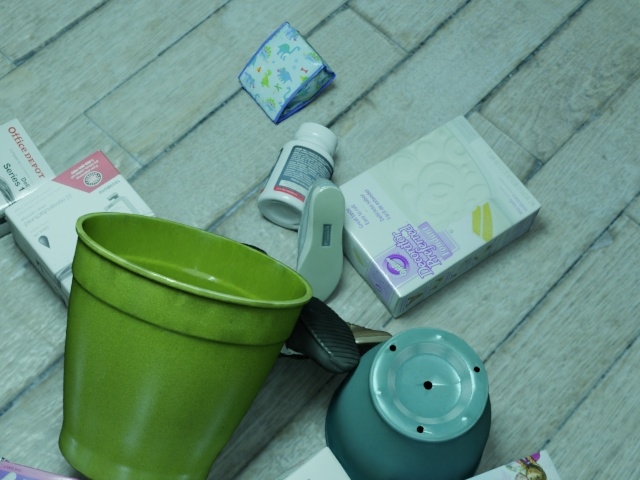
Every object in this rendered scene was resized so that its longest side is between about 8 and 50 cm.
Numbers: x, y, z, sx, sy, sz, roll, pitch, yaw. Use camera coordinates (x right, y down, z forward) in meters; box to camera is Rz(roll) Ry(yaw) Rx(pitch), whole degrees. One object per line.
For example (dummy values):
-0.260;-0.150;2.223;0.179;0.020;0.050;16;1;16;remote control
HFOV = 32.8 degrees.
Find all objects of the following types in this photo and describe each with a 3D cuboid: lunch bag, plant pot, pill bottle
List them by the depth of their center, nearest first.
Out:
-0.239;0.184;1.661;0.366;0.366;0.353;20;101;5;plant pot
0.153;0.268;1.728;0.271;0.255;0.272;2;64;-4;plant pot
-0.035;-0.121;1.987;0.107;0.108;0.180;21;64;5;pill bottle
-0.069;-0.317;2.091;0.151;0.096;0.129;-42;71;9;lunch bag

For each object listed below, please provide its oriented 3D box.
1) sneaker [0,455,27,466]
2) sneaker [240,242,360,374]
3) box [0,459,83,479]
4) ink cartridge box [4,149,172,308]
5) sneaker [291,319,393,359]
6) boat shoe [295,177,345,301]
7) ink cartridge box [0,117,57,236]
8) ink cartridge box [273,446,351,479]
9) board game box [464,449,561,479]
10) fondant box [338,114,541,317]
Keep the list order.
-0.519;0.364;1.730;0.135;0.058;0.052;17;63;2;sneaker
-0.063;0.149;1.810;0.330;0.122;0.146;41;105;43;sneaker
-0.403;0.476;1.601;0.213;0.117;0.243;14;62;2;box
-0.375;0.016;1.882;0.207;0.117;0.283;-36;72;-20;ink cartridge box
0.033;0.159;1.877;0.188;0.066;0.071;-3;63;-7;sneaker
-0.001;-0.001;1.906;0.079;0.228;0.081;4;22;-12;boat shoe
-0.590;-0.095;1.932;0.219;0.093;0.160;-32;71;-18;ink cartridge box
-0.067;0.430;1.618;0.353;0.207;0.119;-31;82;-31;ink cartridge box
0.156;0.436;1.588;0.318;0.318;0.066;-16;64;-20;board game box
0.197;-0.049;1.980;0.330;0.096;0.238;-32;70;-18;fondant box
